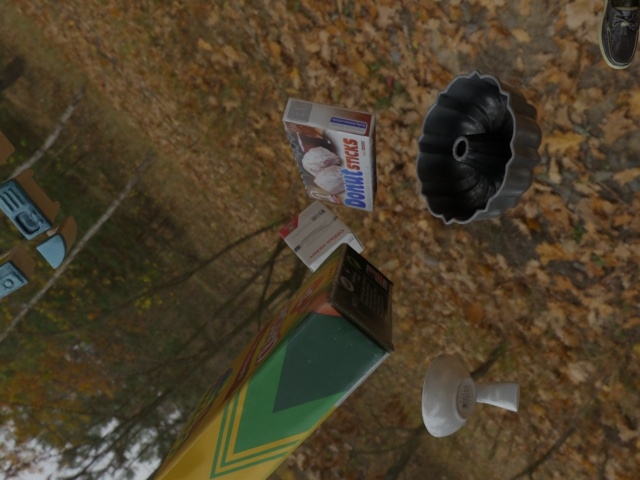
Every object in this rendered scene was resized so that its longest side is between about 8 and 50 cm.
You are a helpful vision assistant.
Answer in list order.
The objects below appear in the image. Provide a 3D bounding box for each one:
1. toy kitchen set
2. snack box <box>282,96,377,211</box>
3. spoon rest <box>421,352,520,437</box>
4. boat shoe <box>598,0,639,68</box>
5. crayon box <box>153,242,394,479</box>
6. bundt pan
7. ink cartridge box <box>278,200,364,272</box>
[{"bbox_3d":[-0.458,-0.021,0.909,0.207,0.166,0.122,57,-169,-25],"label":"toy kitchen set"},{"bbox_3d":[0.014,-0.065,0.557,0.064,0.022,0.178,12,167,8],"label":"snack box"},{"bbox_3d":[0.248,0.268,1.170,0.084,0.137,0.276,-2,169,42],"label":"spoon rest"},{"bbox_3d":[0.440,-0.330,0.987,0.056,0.152,0.049,-1,180,8],"label":"boat shoe"},{"bbox_3d":[-0.058,0.161,0.711,0.081,0.318,0.202,40,-166,-5],"label":"crayon box"},{"bbox_3d":[0.350,-0.193,1.462,0.124,0.331,0.331,4,-173,-26],"label":"bundt pan"},{"bbox_3d":[0.000,0.000,1.211,0.056,0.099,0.135,53,176,-39],"label":"ink cartridge box"}]
